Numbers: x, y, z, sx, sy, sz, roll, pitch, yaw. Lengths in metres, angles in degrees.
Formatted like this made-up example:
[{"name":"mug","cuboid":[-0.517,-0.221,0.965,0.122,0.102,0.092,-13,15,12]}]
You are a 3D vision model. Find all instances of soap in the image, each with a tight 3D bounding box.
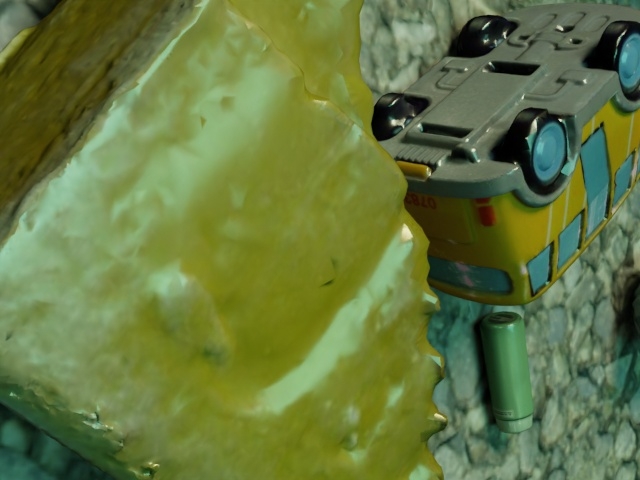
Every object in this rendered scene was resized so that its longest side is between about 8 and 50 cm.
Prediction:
[{"name":"soap","cuboid":[0.000,0.000,0.535,0.339,0.169,0.304,45,74,-36]}]

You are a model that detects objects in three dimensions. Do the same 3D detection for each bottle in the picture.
[{"name":"bottle","cuboid":[0.132,0.093,0.753,0.030,0.030,0.083,-22,109,-39]}]

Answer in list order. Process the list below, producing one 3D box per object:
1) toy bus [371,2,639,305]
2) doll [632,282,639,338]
[{"name":"toy bus","cuboid":[0.128,-0.055,0.677,0.209,0.126,0.136,-43,129,-32]},{"name":"doll","cuboid":[0.300,0.037,0.877,0.094,0.079,0.180,50,48,-16]}]
